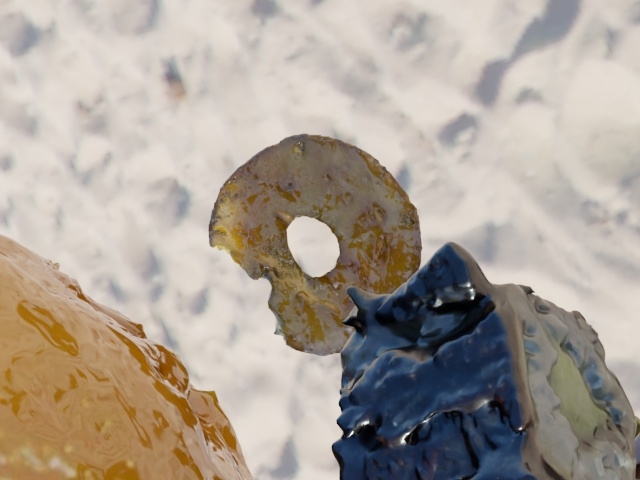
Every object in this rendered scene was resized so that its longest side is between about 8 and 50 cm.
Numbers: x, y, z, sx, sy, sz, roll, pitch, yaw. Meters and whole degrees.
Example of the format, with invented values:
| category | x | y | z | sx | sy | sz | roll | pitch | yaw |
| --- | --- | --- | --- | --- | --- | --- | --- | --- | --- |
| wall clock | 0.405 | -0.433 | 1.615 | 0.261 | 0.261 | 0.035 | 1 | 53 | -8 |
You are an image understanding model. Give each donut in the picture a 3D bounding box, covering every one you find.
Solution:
| category | x | y | z | sx | sy | sz | roll | pitch | yaw |
| --- | --- | --- | --- | --- | --- | --- | --- | --- | --- |
| donut | 0.000 | 0.000 | 0.868 | 0.108 | 0.097 | 0.043 | 60 | 178 | -5 |

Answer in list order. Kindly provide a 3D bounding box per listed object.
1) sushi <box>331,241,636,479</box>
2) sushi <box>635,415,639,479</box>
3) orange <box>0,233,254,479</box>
| category | x | y | z | sx | sy | sz | roll | pitch | yaw |
| --- | --- | --- | --- | --- | --- | --- | --- | --- | --- |
| sushi | 0.052 | 0.065 | 0.585 | 0.084 | 0.098 | 0.094 | -29 | 48 | 34 |
| sushi | 0.269 | 0.258 | 1.264 | 0.327 | 0.285 | 0.328 | 25 | 168 | -10 |
| orange | -0.170 | 0.138 | 0.697 | 0.340 | 0.293 | 0.340 | 42 | 165 | 14 |
